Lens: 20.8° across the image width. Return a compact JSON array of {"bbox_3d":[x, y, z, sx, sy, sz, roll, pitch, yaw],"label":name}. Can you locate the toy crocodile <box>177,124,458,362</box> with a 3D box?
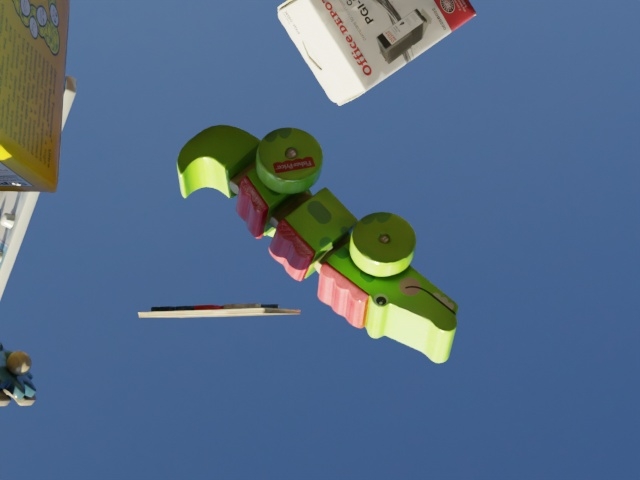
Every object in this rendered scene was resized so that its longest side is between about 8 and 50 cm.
[{"bbox_3d":[0.000,0.000,1.718,0.340,0.115,0.105,42,-118,17],"label":"toy crocodile"}]

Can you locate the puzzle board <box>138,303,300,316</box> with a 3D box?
[{"bbox_3d":[-0.095,0.067,1.653,0.128,0.011,0.096,-2,177,20],"label":"puzzle board"}]

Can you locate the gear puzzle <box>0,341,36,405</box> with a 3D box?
[{"bbox_3d":[-0.376,0.015,1.512,0.339,0.175,0.044,44,-81,17],"label":"gear puzzle"}]

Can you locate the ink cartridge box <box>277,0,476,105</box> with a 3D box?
[{"bbox_3d":[0.047,-0.191,1.457,0.135,0.099,0.056,-37,-171,-25],"label":"ink cartridge box"}]

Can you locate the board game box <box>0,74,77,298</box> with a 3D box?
[{"bbox_3d":[-0.399,-0.013,1.894,0.390,0.050,0.390,22,-88,66],"label":"board game box"}]

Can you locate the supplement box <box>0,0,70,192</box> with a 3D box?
[{"bbox_3d":[-0.366,-0.177,1.447,0.194,0.356,0.195,-2,-106,14],"label":"supplement box"}]
